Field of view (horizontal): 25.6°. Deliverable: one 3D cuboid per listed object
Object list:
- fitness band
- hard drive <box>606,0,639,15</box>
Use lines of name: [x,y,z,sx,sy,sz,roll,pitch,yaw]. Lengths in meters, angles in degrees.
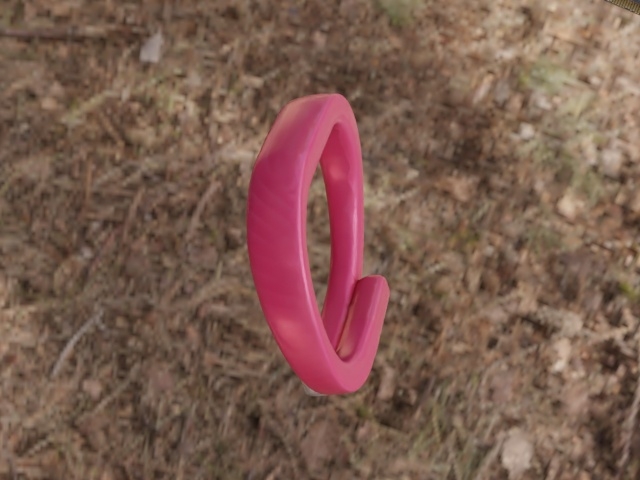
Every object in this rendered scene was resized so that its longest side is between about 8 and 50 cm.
fitness band: [0.000,0.000,1.153,0.054,0.209,0.291,-9,27,15]
hard drive: [0.340,-0.425,1.493,0.237,0.339,0.064,26,16,16]
